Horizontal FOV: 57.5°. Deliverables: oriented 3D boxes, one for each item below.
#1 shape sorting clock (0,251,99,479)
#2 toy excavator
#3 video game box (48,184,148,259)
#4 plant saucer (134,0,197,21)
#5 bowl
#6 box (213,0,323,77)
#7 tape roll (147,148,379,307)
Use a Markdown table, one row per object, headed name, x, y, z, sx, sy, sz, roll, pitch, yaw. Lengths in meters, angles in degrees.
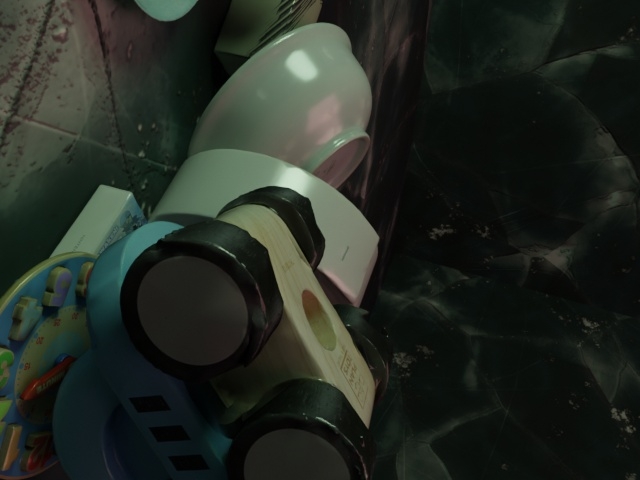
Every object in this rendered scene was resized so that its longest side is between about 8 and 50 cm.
| name | x | y | z | sx | sy | sz | roll | pitch | yaw |
| --- | --- | --- | --- | --- | --- | --- | --- | --- | --- |
| shape sorting clock | -0.236 | 0.112 | 0.531 | 0.206 | 0.040 | 0.206 | 16 | 90 | -75 |
| toy excavator | -0.138 | 0.219 | 0.563 | 0.432 | 0.445 | 0.222 | 61 | 17 | -9 |
| video game box | -0.242 | 0.075 | 0.639 | 0.187 | 0.048 | 0.205 | 86 | 24 | -58 |
| plant saucer | -0.158 | -0.316 | 0.563 | 0.195 | 0.038 | 0.194 | 16 | 90 | -77 |
| bowl | -0.026 | -0.139 | 0.814 | 0.298 | 0.134 | 0.298 | -41 | 167 | -12 |
| box | -0.052 | -0.355 | 0.826 | 0.113 | 0.094 | 0.275 | 44 | 62 | -76 |
| tape roll | -0.073 | 0.014 | 0.744 | 0.286 | 0.286 | 0.100 | 83 | 26 | -58 |
